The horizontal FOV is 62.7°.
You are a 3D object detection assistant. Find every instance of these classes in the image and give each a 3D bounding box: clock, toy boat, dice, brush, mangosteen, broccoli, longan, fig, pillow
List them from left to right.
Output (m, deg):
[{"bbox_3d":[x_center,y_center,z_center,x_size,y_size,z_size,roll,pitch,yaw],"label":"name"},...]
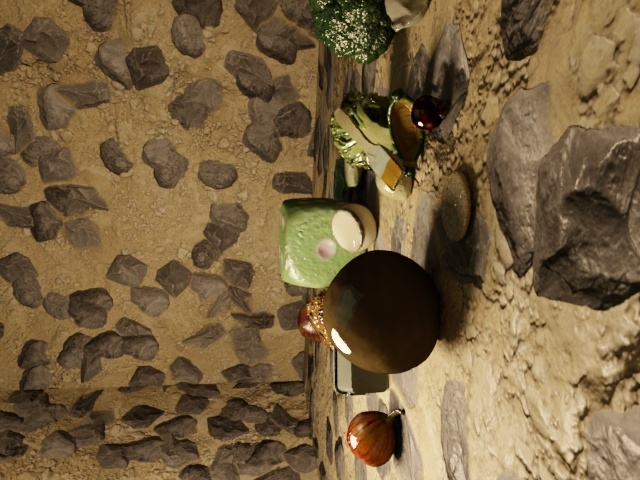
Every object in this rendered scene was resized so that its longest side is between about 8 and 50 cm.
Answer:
[{"bbox_3d":[0.000,0.000,2.070,0.330,0.318,0.323,-134,45,-78],"label":"dice"},{"bbox_3d":[0.012,0.382,2.587,0.321,0.216,0.217,11,-102,-75],"label":"fig"},{"bbox_3d":[0.091,-0.247,2.277,0.211,0.065,0.159,-91,4,-55],"label":"clock"},{"bbox_3d":[0.128,-0.329,2.045,0.281,0.076,0.275,120,151,-87],"label":"pillow"},{"bbox_3d":[0.105,-0.715,1.647,0.284,0.303,0.321,-60,2,-17],"label":"broccoli"},{"bbox_3d":[0.125,-0.265,1.439,0.337,0.020,0.085,56,139,34],"label":"brush"},{"bbox_3d":[0.156,0.566,1.560,0.148,0.149,0.202,-3,-75,-83],"label":"fig"},{"bbox_3d":[0.177,-0.336,1.573,0.180,0.272,0.243,-32,-55,-44],"label":"broccoli"},{"bbox_3d":[0.145,0.166,1.229,0.297,0.297,0.298,180,90,-82],"label":"longan"},{"bbox_3d":[0.215,-0.276,1.318,0.088,0.088,0.230,-63,-37,-53],"label":"toy boat"},{"bbox_3d":[0.244,-0.286,1.186,0.081,0.080,0.081,180,90,-82],"label":"mangosteen"}]

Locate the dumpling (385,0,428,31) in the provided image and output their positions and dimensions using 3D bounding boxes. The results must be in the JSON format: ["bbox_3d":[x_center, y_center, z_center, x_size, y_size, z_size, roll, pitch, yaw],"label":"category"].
[{"bbox_3d":[0.223,-0.599,1.293,0.127,0.108,0.188,-42,26,48],"label":"dumpling"}]

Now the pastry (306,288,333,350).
[{"bbox_3d":[0.073,0.287,1.952,0.275,0.192,0.275,45,152,33],"label":"pastry"}]

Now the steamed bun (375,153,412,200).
[{"bbox_3d":[0.200,-0.174,1.442,0.112,0.090,0.130,-134,45,-76],"label":"steamed bun"}]

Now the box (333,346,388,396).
[{"bbox_3d":[0.136,0.389,1.708,0.135,0.163,0.244,155,117,-71],"label":"box"}]

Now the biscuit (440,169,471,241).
[{"bbox_3d":[0.283,-0.071,1.096,0.152,0.020,0.152,179,90,-82],"label":"biscuit"}]

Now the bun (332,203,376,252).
[{"bbox_3d":[0.129,-0.050,1.839,0.172,0.119,0.173,26,127,41],"label":"bun"}]
